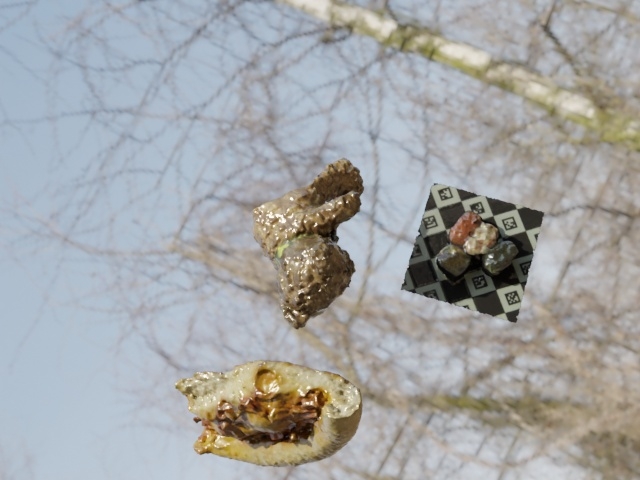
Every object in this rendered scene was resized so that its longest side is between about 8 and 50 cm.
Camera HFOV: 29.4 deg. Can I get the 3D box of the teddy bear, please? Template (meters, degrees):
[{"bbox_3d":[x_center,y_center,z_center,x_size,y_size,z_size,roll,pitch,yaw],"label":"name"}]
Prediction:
[{"bbox_3d":[0.007,-0.001,2.153,0.296,0.222,0.246,-22,-24,-53],"label":"teddy bear"}]

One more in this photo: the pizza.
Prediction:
[{"bbox_3d":[-0.074,0.218,1.516,0.182,0.365,0.074,38,-122,-28],"label":"pizza"}]

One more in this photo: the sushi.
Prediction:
[{"bbox_3d":[0.283,0.010,2.236,0.047,0.219,0.231,91,-164,-67],"label":"sushi"}]
